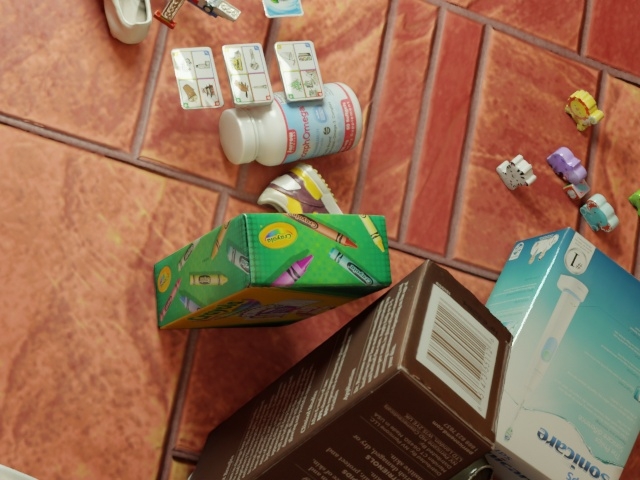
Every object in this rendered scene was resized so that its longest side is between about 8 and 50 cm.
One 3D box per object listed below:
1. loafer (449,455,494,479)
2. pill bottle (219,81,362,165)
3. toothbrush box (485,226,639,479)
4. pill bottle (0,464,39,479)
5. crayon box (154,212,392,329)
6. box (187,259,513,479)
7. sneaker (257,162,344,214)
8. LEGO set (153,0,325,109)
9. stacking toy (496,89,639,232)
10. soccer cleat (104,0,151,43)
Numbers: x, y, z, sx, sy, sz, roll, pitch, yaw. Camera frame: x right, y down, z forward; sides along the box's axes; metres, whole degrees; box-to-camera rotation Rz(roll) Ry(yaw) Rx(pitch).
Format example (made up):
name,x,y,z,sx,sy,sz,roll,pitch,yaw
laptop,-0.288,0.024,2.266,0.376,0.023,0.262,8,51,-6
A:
name,x,y,z,sx,sy,sz,roll,pitch,yaw
loafer,0.163,0.359,1.788,0.080,0.078,0.220,26,85,-58
pill bottle,-0.037,-0.137,1.805,0.160,0.087,0.087,-14,87,-27
toothbrush box,0.300,0.168,1.890,0.216,0.126,0.295,35,67,-17
pill bottle,-0.396,0.407,1.450,0.224,0.224,0.392,27,70,-19
crayon box,-0.060,0.037,1.652,0.165,0.278,0.081,0,78,-26
box,0.018,0.211,1.580,0.143,0.381,0.191,42,34,-15
sneaker,0.000,0.000,1.814,0.084,0.069,0.185,-38,92,-18
LEGO set,-0.110,-0.265,1.787,0.182,0.060,0.244,-7,74,-24
stacking toy,0.354,-0.067,2.003,0.167,0.052,0.221,-40,99,-26
soccer cleat,-0.241,-0.326,1.746,0.068,0.076,0.196,-22,90,-28
